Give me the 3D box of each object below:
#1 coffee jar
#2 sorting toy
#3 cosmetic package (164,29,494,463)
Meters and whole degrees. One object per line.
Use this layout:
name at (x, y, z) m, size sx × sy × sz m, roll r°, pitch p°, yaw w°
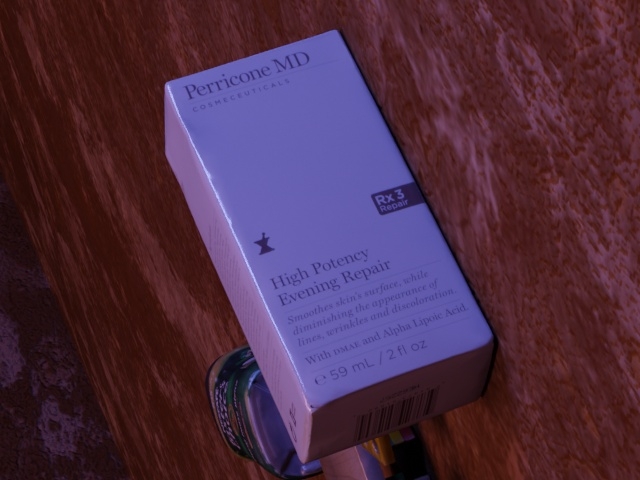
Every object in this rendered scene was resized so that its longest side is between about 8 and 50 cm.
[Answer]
coffee jar at (-0.036, 0.129, 1.551) m, size 0.184 × 0.079 × 0.096 m, roll 177°, pitch 75°, yaw -77°
sorting toy at (0.038, 0.153, 1.349) m, size 0.274 × 0.046 × 0.132 m, roll 125°, pitch 126°, yaw -74°
cosmetic package at (0.000, 0.000, 1.151) m, size 0.085 × 0.117 × 0.231 m, roll 97°, pitch 151°, yaw -60°
